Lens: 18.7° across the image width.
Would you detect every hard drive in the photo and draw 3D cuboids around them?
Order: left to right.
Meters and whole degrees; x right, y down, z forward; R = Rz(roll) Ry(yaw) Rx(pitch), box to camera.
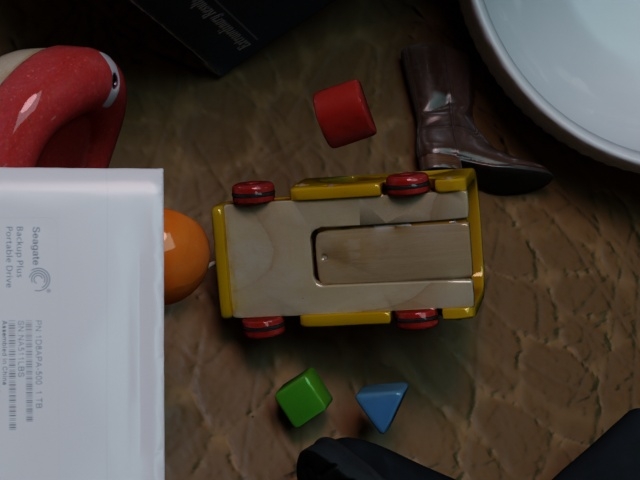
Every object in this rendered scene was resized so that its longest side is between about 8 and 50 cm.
[{"bbox_3d":[-0.242,0.067,1.019,0.319,0.040,0.210,0,82,-7],"label":"hard drive"}]

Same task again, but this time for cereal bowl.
[{"bbox_3d":[0.256,-0.207,1.422,0.339,0.141,0.339,0,87,-7],"label":"cereal bowl"}]

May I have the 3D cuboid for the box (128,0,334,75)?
[{"bbox_3d":[0.007,-0.320,1.218,0.395,0.293,0.212,-33,76,6],"label":"box"}]

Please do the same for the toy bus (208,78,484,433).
[{"bbox_3d":[0.012,0.005,1.262,0.202,0.191,0.104,42,13,2],"label":"toy bus"}]

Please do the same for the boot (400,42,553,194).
[{"bbox_3d":[0.112,-0.092,1.400,0.106,0.037,0.114,8,57,-21],"label":"boot"}]

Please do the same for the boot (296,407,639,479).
[{"bbox_3d":[0.135,0.169,1.214,0.246,0.094,0.207,40,55,21],"label":"boot"}]

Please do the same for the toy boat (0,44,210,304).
[{"bbox_3d":[-0.137,0.003,1.125,0.151,0.151,0.231,2,91,15],"label":"toy boat"}]
